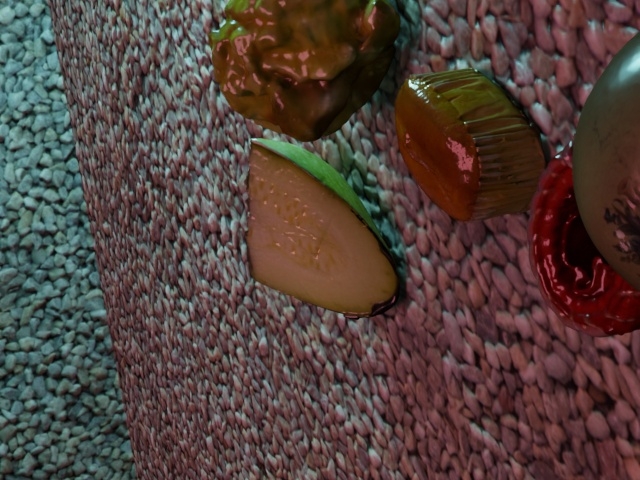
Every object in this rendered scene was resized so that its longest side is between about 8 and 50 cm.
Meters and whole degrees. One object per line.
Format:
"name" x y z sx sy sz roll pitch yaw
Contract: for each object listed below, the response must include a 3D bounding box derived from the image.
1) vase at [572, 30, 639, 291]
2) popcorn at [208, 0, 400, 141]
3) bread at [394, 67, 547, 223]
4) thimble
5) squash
"vase" 0.351 -0.077 0.941 0.329 0.241 0.302 25 146 14
"popcorn" -0.009 -0.240 1.654 0.251 0.206 0.237 12 99 45
"bread" 0.155 -0.105 1.482 0.190 0.114 0.132 -122 27 -44
"thimble" 0.283 -0.005 1.236 0.163 0.125 0.190 43 140 46
"squash" 0.000 0.000 1.820 0.155 0.204 0.237 -97 7 -52
